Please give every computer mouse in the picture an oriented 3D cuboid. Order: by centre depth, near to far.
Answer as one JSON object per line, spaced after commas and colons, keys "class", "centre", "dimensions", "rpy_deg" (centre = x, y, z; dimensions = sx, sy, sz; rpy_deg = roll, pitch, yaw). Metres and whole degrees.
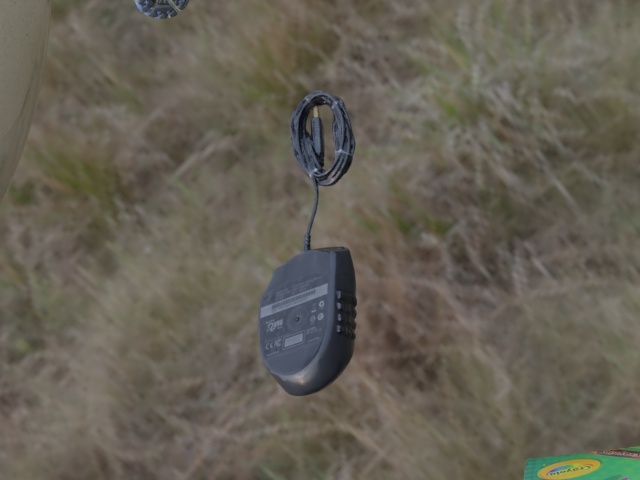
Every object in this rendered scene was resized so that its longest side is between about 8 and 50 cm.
{"class": "computer mouse", "centre": [0.000, 0.000, 1.192], "dimensions": [0.071, 0.041, 0.242], "rpy_deg": [-19, 53, 37]}

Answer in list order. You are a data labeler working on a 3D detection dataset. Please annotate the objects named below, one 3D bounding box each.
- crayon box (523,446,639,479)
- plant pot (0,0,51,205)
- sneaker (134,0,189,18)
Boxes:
{"class": "crayon box", "centre": [0.247, 0.278, 1.188], "dimensions": [0.165, 0.278, 0.081], "rpy_deg": [-9, 22, 14]}
{"class": "plant pot", "centre": [-0.251, -0.146, 0.888], "dimensions": [0.284, 0.284, 0.191], "rpy_deg": [4, 58, 48]}
{"class": "sneaker", "centre": [-0.119, -0.224, 1.186], "dimensions": [0.058, 0.052, 0.135], "rpy_deg": [-143, 55, -68]}
